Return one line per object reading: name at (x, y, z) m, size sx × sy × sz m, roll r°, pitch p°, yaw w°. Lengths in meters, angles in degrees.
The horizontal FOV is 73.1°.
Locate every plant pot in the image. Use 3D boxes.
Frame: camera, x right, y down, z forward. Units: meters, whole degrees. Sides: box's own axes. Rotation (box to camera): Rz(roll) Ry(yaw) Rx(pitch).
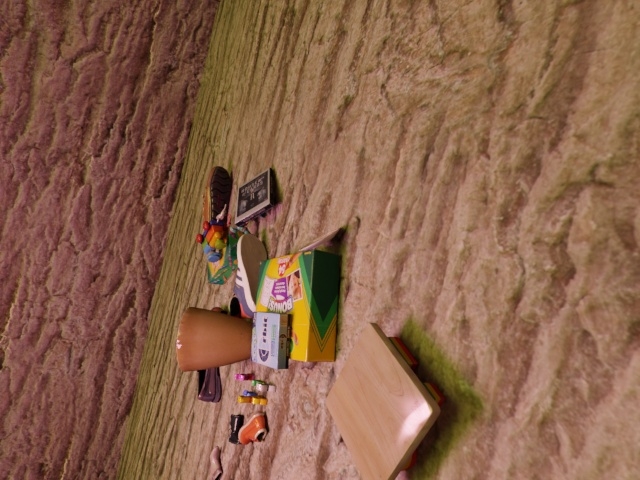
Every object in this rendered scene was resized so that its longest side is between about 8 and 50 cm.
plant pot at (-0.367, 0.371, 1.605) m, size 0.237 × 0.255 × 0.237 m, roll 2°, pitch -90°, yaw -87°

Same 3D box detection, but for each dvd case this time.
dvd case at (-0.270, -0.181, 1.769) m, size 0.179 × 0.029 × 0.238 m, roll -28°, pitch 42°, yaw 20°

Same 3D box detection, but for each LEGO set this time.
LEGO set at (-0.254, 0.536, 1.535) m, size 0.227 × 0.093 × 0.087 m, roll -9°, pitch 72°, yaw 57°

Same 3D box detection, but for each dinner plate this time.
dinner plate at (0.000, 0.000, 1.295) m, size 0.141 × 0.141 × 0.017 m, roll -21°, pitch 100°, yaw 54°

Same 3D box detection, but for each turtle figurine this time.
turtle figurine at (-0.316, -0.082, 1.841) m, size 0.234 × 0.118 × 0.175 m, roll -39°, pitch 54°, yaw 36°

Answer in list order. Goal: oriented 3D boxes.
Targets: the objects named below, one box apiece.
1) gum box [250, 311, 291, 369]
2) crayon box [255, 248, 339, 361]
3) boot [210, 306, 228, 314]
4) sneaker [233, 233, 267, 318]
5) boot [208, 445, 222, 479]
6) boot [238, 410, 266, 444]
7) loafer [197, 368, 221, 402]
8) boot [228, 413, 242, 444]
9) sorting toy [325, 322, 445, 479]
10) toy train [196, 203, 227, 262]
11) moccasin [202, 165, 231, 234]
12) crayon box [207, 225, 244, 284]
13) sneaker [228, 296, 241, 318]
gum box at (-0.153, 0.296, 1.307) m, size 0.184 × 0.041 × 0.156 m, roll -10°, pitch 76°, yaw 57°
crayon box at (-0.088, 0.208, 1.367) m, size 0.363 × 0.106 × 0.313 m, roll -15°, pitch 67°, yaw 56°
boot at (-0.480, 0.414, 1.861) m, size 0.264 × 0.096 × 0.280 m, roll -56°, pitch 14°, yaw -14°
sneaker at (-0.288, 0.142, 1.692) m, size 0.148 × 0.131 × 0.350 m, roll -41°, pitch 47°, yaw 39°
boot at (-0.416, 0.902, 1.732) m, size 0.087 × 0.042 × 0.118 m, roll 30°, pitch 107°, yaw 51°
boot at (-0.234, 0.673, 1.496) m, size 0.158 × 0.059 × 0.084 m, roll -60°, pitch 40°, yaw 25°
loafer at (-0.517, 0.586, 1.944) m, size 0.109 × 0.095 × 0.302 m, roll -59°, pitch 36°, yaw 28°
boot at (-0.310, 0.707, 1.620) m, size 0.121 × 0.045 × 0.099 m, roll -24°, pitch 56°, yaw 54°
sorting toy at (0.144, 0.363, 0.952) m, size 0.255 × 0.089 × 0.257 m, roll -65°, pitch 34°, yaw 20°
toy train at (-0.450, -0.026, 1.895) m, size 0.248 × 0.105 × 0.143 m, roll -51°, pitch 50°, yaw 36°
moccasin at (-0.545, -0.198, 2.243) m, size 0.147 × 0.139 × 0.379 m, roll -5°, pitch 84°, yaw 49°
crayon box at (-0.442, 0.073, 2.015) m, size 0.278 × 0.081 × 0.165 m, roll -44°, pitch 44°, yaw 43°
sneaker at (-0.378, 0.324, 1.846) m, size 0.075 × 0.057 × 0.161 m, roll -33°, pitch 55°, yaw 42°
